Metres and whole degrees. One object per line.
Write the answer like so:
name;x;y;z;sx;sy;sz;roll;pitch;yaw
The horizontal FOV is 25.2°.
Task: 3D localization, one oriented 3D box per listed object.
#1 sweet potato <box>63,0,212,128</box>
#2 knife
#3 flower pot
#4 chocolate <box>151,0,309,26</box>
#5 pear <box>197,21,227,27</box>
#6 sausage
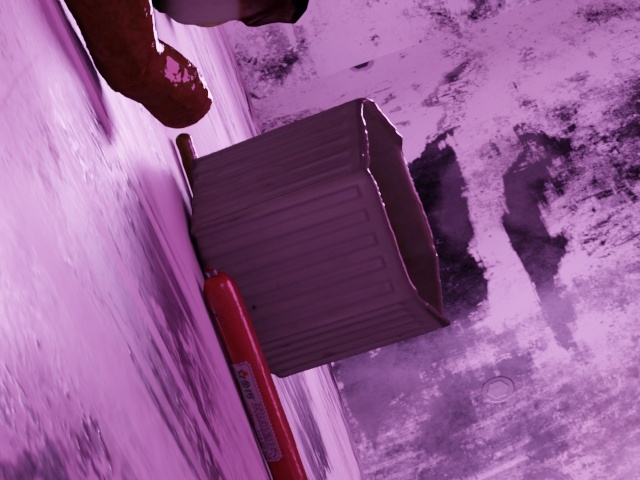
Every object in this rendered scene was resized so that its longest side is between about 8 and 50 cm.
sweet potato;-0.154;-0.175;1.015;0.059;0.067;0.281;26;-21;33
knife;-0.082;0.053;1.445;0.061;0.027;0.343;94;-23;-82
flower pot;0.000;0.000;1.376;0.239;0.190;0.209;-91;157;-50
chocolate;-0.138;-0.381;1.733;0.283;0.186;0.283;166;-90;-70
pear;-0.163;-0.380;2.004;0.167;0.137;0.167;-24;90;-89
sausage;-0.053;0.138;1.260;0.034;0.034;0.253;-103;173;-80
